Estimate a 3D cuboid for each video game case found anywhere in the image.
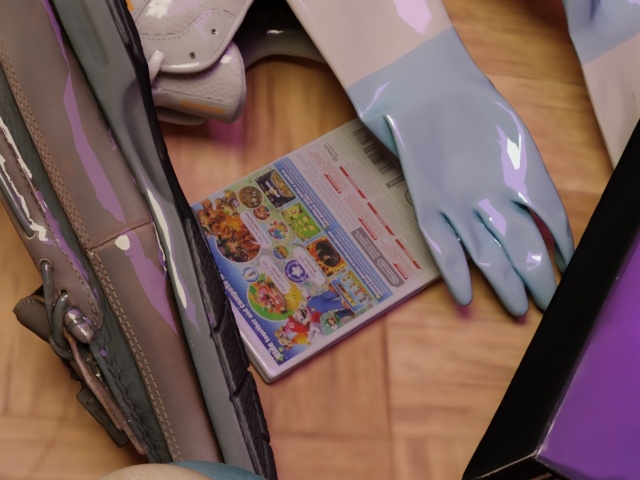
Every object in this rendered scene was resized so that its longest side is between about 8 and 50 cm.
[{"bbox_3d":[0.000,0.000,0.588,0.122,0.011,0.087,-30,74,-27],"label":"video game case"}]

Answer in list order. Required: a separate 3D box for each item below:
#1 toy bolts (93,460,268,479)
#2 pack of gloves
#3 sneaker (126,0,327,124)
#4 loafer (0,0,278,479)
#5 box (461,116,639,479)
[{"bbox_3d":[-0.109,0.130,0.368,0.228,0.158,0.218,-3,66,4],"label":"toy bolts"},{"bbox_3d":[0.098,-0.093,0.600,0.195,0.046,0.232,-32,96,-29],"label":"pack of gloves"},{"bbox_3d":[-0.094,-0.095,0.565,0.262,0.099,0.121,-25,76,-25],"label":"sneaker"},{"bbox_3d":[-0.090,-0.004,0.501,0.084,0.096,0.268,-18,93,1],"label":"loafer"},{"bbox_3d":[0.206,0.030,0.551,0.184,0.103,0.261,30,71,-2],"label":"box"}]
